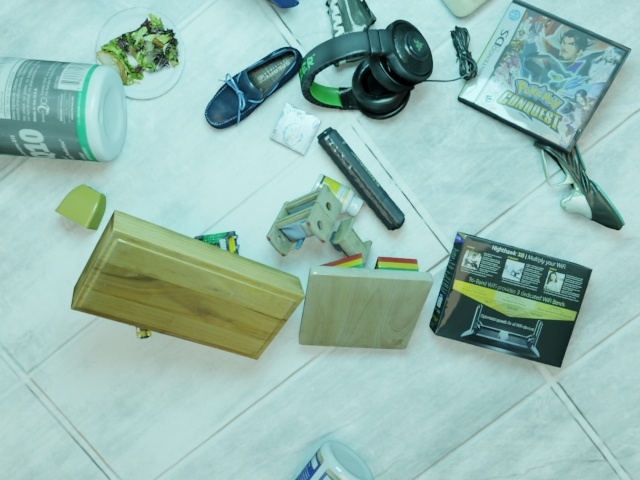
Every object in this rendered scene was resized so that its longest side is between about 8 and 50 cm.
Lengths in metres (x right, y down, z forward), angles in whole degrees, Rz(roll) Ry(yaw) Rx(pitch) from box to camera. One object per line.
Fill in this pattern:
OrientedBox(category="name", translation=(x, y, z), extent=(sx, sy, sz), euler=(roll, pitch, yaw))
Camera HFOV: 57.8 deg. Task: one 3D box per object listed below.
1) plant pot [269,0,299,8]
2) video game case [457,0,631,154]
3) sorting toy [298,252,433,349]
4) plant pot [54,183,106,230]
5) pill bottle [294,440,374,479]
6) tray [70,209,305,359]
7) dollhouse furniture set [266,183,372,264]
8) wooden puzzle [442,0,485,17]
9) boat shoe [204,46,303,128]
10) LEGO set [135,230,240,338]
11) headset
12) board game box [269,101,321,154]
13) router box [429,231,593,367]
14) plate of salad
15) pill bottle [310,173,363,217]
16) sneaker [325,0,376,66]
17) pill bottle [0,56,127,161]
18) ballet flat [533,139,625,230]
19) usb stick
OrientedBox(category="plant pot", translation=(-0.106, -0.621, 1.152), extent=(0.236, 0.236, 0.212), euler=(43, 104, 16))
OrientedBox(category="video game case", translation=(0.482, -0.361, 1.268), extent=(0.274, 0.035, 0.248), euler=(31, 96, 14))
OrientedBox(category="sorting toy", translation=(0.089, 0.130, 1.288), extent=(0.255, 0.089, 0.257), euler=(4, 137, -6))
OrientedBox(category="plant pot", translation=(-0.533, -0.079, 1.314), extent=(0.081, 0.081, 0.083), euler=(30, 86, -4))
OrientedBox(category="pill bottle", translation=(-0.007, 0.621, 1.368), extent=(0.153, 0.153, 0.265), euler=(37, 96, -5))
OrientedBox(category="tray", translation=(-0.257, 0.106, 1.170), extent=(0.411, 0.076, 0.203), euler=(23, 116, -28))
OrientedBox(category="dollhouse furniture set", translation=(0.000, 0.000, 1.290), extent=(0.129, 0.129, 0.184), euler=(-20, 122, 37))
OrientedBox(category="wooden puzzle", translation=(0.339, -0.712, 1.245), extent=(0.348, 0.080, 0.322), euler=(-39, 95, 9))
OrientedBox(category="boat shoe", translation=(-0.157, -0.348, 1.276), extent=(0.258, 0.089, 0.109), euler=(-43, 95, 5))
OrientedBox(category="LEGO set", translation=(-0.303, 0.100, 1.279), extent=(0.331, 0.192, 0.255), euler=(1, 97, 0))
OrientedBox(category="headset", translation=(0.147, -0.377, 1.221), extent=(0.394, 0.243, 0.185), euler=(-3, 77, -15))
OrientedBox(category="board game box", translation=(-0.057, -0.255, 1.323), extent=(0.090, 0.020, 0.090), euler=(27, 96, -3))
OrientedBox(category="router box", translation=(0.436, 0.136, 1.346), extent=(0.308, 0.081, 0.243), euler=(16, 97, -2))
OrientedBox(category="plate of salad", translation=(-0.403, -0.417, 1.286), extent=(0.199, 0.048, 0.200), euler=(0, 97, 0))
OrientedBox(category="pill bottle", translation=(0.037, -0.099, 1.321), extent=(0.116, 0.065, 0.065), euler=(28, 96, -4))
OrientedBox(category="sneaker", translation=(0.068, -0.504, 1.269), extent=(0.106, 0.078, 0.234), euler=(-7, 98, -6))
OrientedBox(category="pill bottle", translation=(-0.617, -0.279, 1.224), extent=(0.361, 0.204, 0.204), euler=(4, 97, 0))
OrientedBox(category="ballet flat", translation=(0.575, -0.129, 1.316), extent=(0.096, 0.095, 0.280), euler=(-30, 86, 13))
OrientedBox(category="usb stick", translation=(0.095, -0.139, 1.313), extent=(0.045, 0.077, 0.278), euler=(-37, 96, 31))
